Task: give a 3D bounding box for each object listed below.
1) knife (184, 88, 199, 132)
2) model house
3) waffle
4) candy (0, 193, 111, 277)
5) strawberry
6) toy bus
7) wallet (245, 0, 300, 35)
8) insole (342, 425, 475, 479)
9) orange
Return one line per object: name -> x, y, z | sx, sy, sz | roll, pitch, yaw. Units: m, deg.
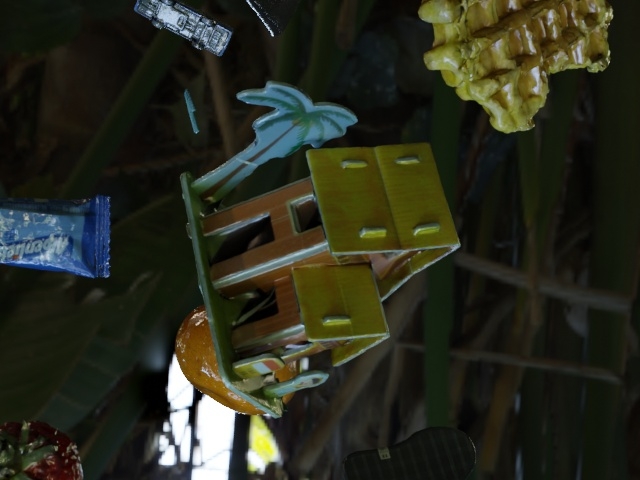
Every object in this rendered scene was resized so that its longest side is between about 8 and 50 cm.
knife -> -0.233, -0.235, 1.855 | 0.014, 0.091, 0.005 | -24, 159, 18
model house -> 0.000, 0.000, 1.252 | 0.323, 0.300, 0.340 | -20, 153, 9
waffle -> 0.182, -0.224, 0.913 | 0.051, 0.291, 0.291 | 7, -173, 45
candy -> -0.603, -0.020, 2.149 | 0.331, 0.187, 0.077 | 3, -174, -15
strawberry -> -0.348, 0.277, 1.223 | 0.131, 0.131, 0.148 | 3, 154, -9
toy bus -> -0.206, -0.339, 1.572 | 0.153, 0.051, 0.061 | 27, -157, -3
wallet -> -0.061, -0.435, 1.665 | 0.044, 0.170, 0.321 | 32, -176, 5
insole -> 0.141, 0.339, 1.556 | 0.309, 0.110, 0.012 | 4, 151, -45
orange -> -0.141, 0.202, 1.804 | 0.240, 0.171, 0.240 | 26, 159, 11
